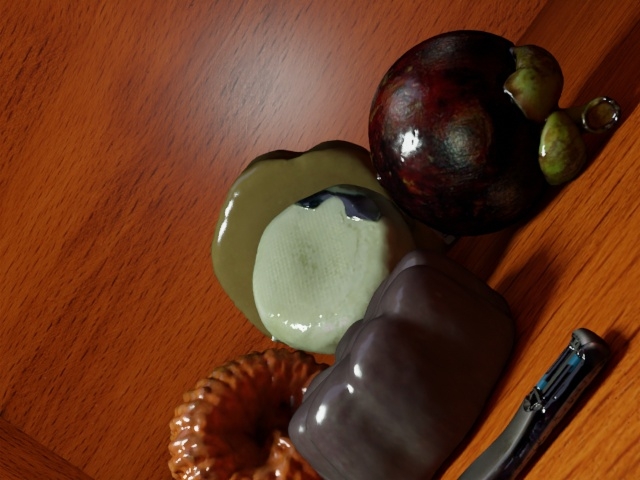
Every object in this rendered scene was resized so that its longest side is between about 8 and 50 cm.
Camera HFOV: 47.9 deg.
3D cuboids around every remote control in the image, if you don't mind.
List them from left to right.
[{"bbox_3d":[0.167,0.163,0.607,0.212,0.028,0.059,-55,2,11],"label":"remote control"}]

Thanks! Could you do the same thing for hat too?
[{"bbox_3d":[-0.096,0.370,1.162,0.285,0.285,0.400,-57,-15,-38],"label":"hat"}]

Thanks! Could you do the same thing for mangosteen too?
[{"bbox_3d":[0.244,-0.167,1.061,0.360,0.306,0.306,-20,18,26],"label":"mangosteen"}]

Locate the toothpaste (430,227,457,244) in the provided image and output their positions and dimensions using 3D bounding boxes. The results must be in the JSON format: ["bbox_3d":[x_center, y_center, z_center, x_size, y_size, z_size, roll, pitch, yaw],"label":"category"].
[{"bbox_3d":[0.295,-0.101,1.591,0.071,0.089,0.313,-47,5,30],"label":"toothpaste"}]

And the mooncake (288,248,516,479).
[{"bbox_3d":[0.093,0.162,0.872,0.306,0.154,0.306,-54,-1,-2],"label":"mooncake"}]

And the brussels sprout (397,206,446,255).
[{"bbox_3d":[0.110,0.071,1.327,0.259,0.227,0.294,-47,30,32],"label":"brussels sprout"}]

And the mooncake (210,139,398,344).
[{"bbox_3d":[0.000,0.000,1.594,0.467,0.467,0.262,-56,7,19],"label":"mooncake"}]

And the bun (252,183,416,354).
[{"bbox_3d":[0.037,0.057,1.132,0.283,0.179,0.283,-18,56,29],"label":"bun"}]
